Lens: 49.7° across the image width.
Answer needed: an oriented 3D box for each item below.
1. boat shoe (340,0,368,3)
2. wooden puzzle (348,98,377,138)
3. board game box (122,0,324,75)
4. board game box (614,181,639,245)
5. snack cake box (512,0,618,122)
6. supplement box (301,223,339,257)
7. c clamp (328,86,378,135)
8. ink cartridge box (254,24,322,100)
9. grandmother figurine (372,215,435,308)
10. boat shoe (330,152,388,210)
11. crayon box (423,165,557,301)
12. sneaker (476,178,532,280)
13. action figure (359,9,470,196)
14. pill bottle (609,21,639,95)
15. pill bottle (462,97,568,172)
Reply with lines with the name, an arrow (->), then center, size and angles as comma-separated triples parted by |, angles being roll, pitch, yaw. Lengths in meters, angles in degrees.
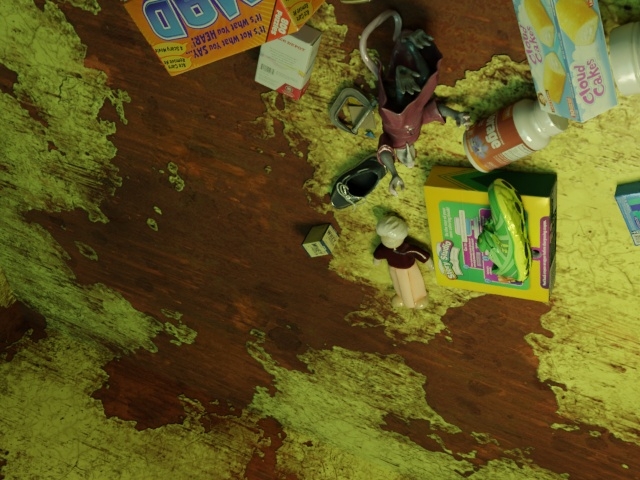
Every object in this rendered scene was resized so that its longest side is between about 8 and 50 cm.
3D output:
boat shoe -> 0.120, -0.558, 1.491 | 0.178, 0.064, 0.060 | -6, 124, 28
wooden puzzle -> 0.110, -0.319, 1.784 | 0.079, 0.014, 0.116 | 15, 138, 24
board game box -> -0.190, -0.611, 1.390 | 0.356, 0.356, 0.356 | -7, 128, 37
board game box -> 0.808, -0.073, 1.585 | 0.210, 0.047, 0.160 | -10, 126, 39
snack cake box -> 0.475, -0.377, 1.349 | 0.264, 0.089, 0.152 | 66, 173, -23
supplement box -> 0.000, 0.000, 2.132 | 0.083, 0.083, 0.056 | -11, 126, 38
c clamp -> 0.093, -0.322, 1.763 | 0.137, 0.022, 0.161 | 40, 142, -7
ink cartridge box -> -0.080, -0.454, 1.711 | 0.127, 0.072, 0.175 | 27, 141, 5
grandmother figurine -> 0.242, 0.064, 2.042 | 0.208, 0.104, 0.342 | -4, 133, 23
boat shoe -> 0.099, -0.148, 1.919 | 0.095, 0.079, 0.254 | 42, 139, -14
crayon box -> 0.451, -0.017, 1.820 | 0.313, 0.106, 0.362 | 9, 135, 26
sneaker -> 0.433, -0.013, 1.666 | 0.124, 0.109, 0.295 | 0, 130, 27
action figure -> 0.177, -0.293, 1.613 | 0.276, 0.248, 0.370 | 46, 164, 21
pill bottle -> 0.693, -0.361, 1.263 | 0.283, 0.160, 0.160 | -8, 127, 37
pill bottle -> 0.442, -0.246, 1.571 | 0.121, 0.121, 0.216 | 46, 138, -18
